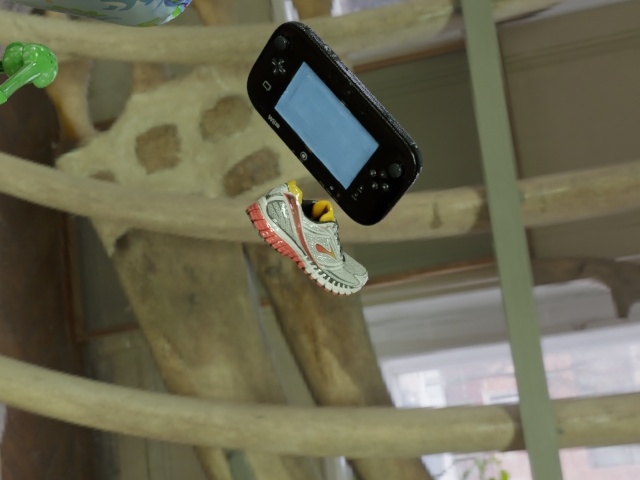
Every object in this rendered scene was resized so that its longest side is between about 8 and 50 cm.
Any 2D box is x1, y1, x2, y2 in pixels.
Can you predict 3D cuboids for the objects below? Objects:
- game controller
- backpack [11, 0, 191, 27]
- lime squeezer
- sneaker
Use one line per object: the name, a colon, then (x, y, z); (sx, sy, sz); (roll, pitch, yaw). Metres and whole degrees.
game controller: (0.015, -0.174, 1.473); (0.319, 0.166, 0.067); (50, 32, 15)
backpack: (-0.187, -0.267, 0.657); (0.355, 0.290, 0.273); (143, -38, -72)
lime squeezer: (-0.396, -0.212, 1.264); (0.059, 0.110, 0.310); (55, -15, -29)
sneaker: (0.000, 0.000, 1.385); (0.225, 0.093, 0.088); (40, 13, -39)
